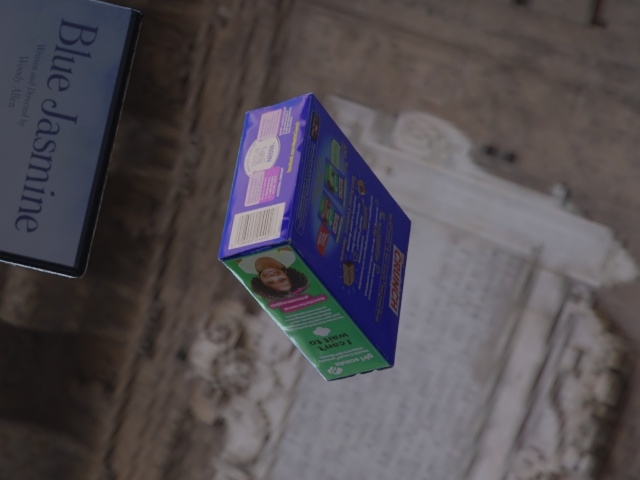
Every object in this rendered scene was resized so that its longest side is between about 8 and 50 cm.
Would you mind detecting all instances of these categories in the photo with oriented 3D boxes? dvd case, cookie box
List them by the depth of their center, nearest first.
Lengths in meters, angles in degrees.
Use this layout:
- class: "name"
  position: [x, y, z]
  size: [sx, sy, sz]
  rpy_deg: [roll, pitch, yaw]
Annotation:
- class: "cookie box"
  position: [0.000, 0.000, 0.903]
  size: [0.107, 0.040, 0.092]
  rpy_deg: [51, -144, -41]
- class: "dvd case"
  position: [-0.257, -0.089, 1.228]
  size: [0.253, 0.022, 0.180]
  rpy_deg: [13, -89, -4]
